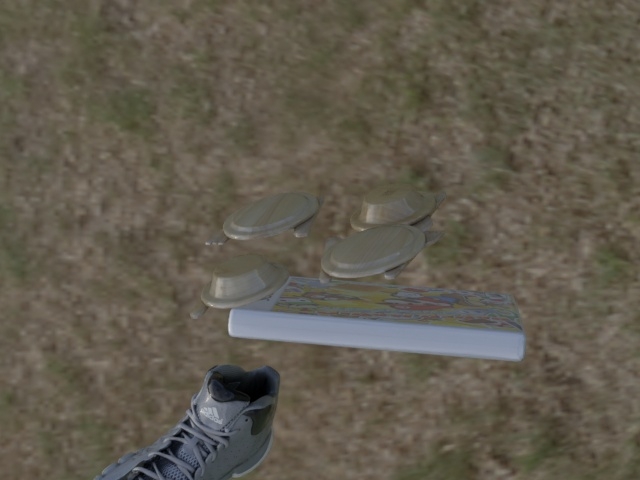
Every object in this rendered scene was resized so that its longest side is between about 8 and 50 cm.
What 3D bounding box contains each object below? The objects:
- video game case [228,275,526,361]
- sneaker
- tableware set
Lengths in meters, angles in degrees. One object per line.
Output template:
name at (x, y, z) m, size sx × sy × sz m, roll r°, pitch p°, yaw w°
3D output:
video game case at (0.049, 0.060, 1.321) m, size 0.227 × 0.206 × 0.026 m, roll 5°, pitch 97°, yaw 4°
sneaker at (-0.114, 0.168, 1.320) m, size 0.086 × 0.228 × 0.132 m, roll 38°, pitch 137°, yaw 15°
tableware set at (0.000, 0.000, 0.994) m, size 0.168 × 0.141 × 0.020 m, roll -7°, pitch 114°, yaw 21°
